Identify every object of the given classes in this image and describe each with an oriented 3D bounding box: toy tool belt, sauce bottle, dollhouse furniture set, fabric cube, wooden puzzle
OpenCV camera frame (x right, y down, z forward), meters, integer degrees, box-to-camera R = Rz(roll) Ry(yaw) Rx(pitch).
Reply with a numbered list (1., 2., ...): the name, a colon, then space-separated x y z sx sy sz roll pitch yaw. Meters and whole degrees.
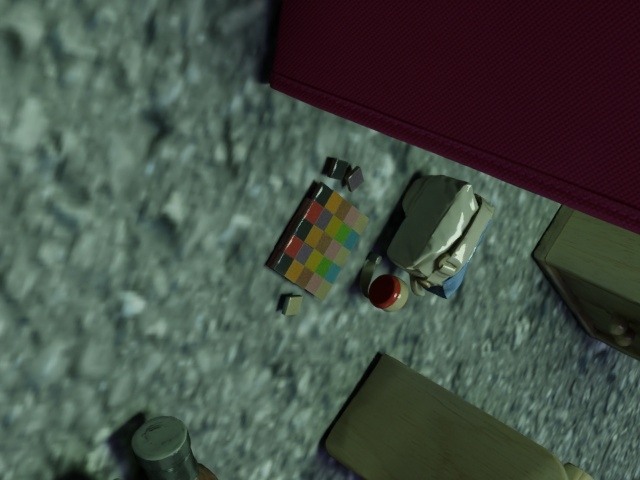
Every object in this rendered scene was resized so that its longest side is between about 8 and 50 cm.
1. toy tool belt: 0.064 0.008 0.568 0.051 0.052 0.083 33 86 -44
2. sauce bottle: -0.063 0.136 0.503 0.042 0.042 0.128 -36 134 -30
3. dollhouse furniture set: 0.198 0.196 0.668 0.394 0.256 0.362 -57 142 -8
4. fabric cube: 0.165 -0.163 0.419 0.259 0.254 0.258 -14 120 -44
5. wooden puzzle: 0.000 0.000 0.523 0.083 0.006 0.049 -60 143 -4

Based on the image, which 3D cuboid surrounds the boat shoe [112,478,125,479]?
1. boat shoe: -0.076 0.270 0.499 0.113 0.127 0.340 -35 134 -29
